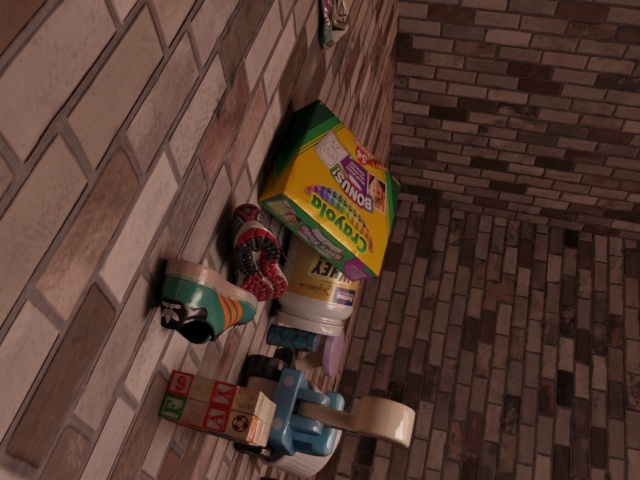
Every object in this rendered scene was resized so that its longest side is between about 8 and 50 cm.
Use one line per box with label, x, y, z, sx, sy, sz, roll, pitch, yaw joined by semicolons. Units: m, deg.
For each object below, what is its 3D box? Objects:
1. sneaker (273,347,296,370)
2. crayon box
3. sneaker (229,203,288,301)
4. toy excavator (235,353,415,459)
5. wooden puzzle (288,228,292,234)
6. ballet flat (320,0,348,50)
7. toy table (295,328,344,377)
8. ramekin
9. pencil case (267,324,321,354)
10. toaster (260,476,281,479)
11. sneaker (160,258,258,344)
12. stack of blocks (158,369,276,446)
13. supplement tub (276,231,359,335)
sneaker;-0.122;0.455;1.850;0.227;0.087;0.130;-76;164;-44
crayon box;0.041;-0.122;1.553;0.363;0.106;0.313;40;50;-31
sneaker;-0.137;0.041;1.314;0.299;0.121;0.112;99;-23;-54
toy excavator;0.001;0.438;1.506;0.433;0.445;0.222;81;21;-61
wooden puzzle;-0.083;-0.047;1.772;0.083;0.006;0.049;82;22;-61
ballet flat;0.038;-0.612;1.653;0.221;0.079;0.077;87;16;-52
toy table;-0.016;0.383;2.138;0.274;0.161;0.252;79;24;-61
ramekin;-0.053;0.583;1.846;0.277;0.135;0.277;-49;-163;20
pencil case;-0.076;0.285;1.747;0.070;0.152;0.064;61;39;-67
toaster;-0.126;0.883;1.995;0.110;0.186;0.168;58;43;-68
sneaker;-0.203;0.128;1.077;0.302;0.108;0.121;50;52;-66
stack of blocks;-0.182;0.347;1.203;0.297;0.171;0.087;77;26;-66
supplement tub;0.002;0.100;1.745;0.228;0.228;0.316;26;77;-79
